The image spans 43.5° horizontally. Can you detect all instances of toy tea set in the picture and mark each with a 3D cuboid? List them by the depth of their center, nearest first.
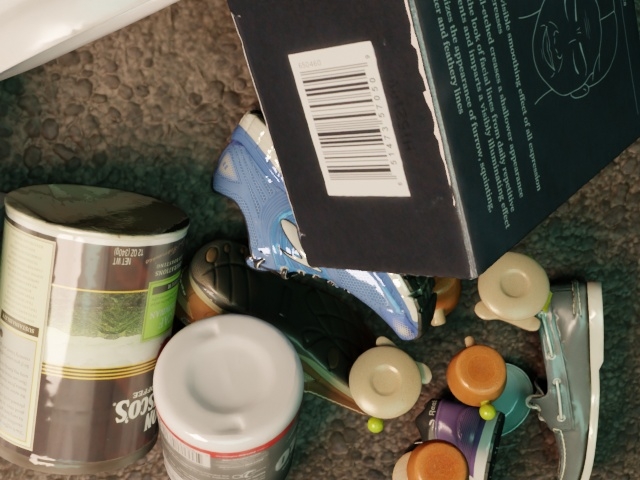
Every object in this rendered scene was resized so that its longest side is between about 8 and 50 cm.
[{"bbox_3d":[0.145,0.153,0.998,0.199,0.124,0.336,21,74,11],"label":"toy tea set"}]

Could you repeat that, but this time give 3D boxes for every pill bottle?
[{"bbox_3d":[-0.108,0.225,0.952,0.161,0.161,0.283,-4,144,-9],"label":"pill bottle"}]

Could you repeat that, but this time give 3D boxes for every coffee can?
[{"bbox_3d":[-0.269,0.093,0.919,0.201,0.201,0.276,8,105,-13],"label":"coffee can"}]

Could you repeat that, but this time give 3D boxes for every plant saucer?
[{"bbox_3d":[0.244,0.225,1.149,0.119,0.021,0.120,-3,107,-9],"label":"plant saucer"}]

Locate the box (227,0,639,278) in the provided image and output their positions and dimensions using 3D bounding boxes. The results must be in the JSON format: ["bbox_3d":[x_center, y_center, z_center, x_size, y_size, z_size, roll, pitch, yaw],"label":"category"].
[{"bbox_3d":[0.143,-0.182,0.810,0.395,0.211,0.294,-32,114,-39],"label":"box"}]

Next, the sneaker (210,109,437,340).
[{"bbox_3d":[0.000,0.000,0.955,0.330,0.129,0.147,45,110,12],"label":"sneaker"}]

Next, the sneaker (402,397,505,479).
[{"bbox_3d":[0.178,0.340,1.149,0.124,0.107,0.284,15,119,19],"label":"sneaker"}]

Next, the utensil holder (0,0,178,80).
[{"bbox_3d":[-0.262,-0.378,0.717,0.327,0.327,0.386,-27,107,-2],"label":"utensil holder"}]

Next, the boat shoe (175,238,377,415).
[{"bbox_3d":[-0.048,0.123,1.026,0.324,0.123,0.120,38,128,-17],"label":"boat shoe"}]

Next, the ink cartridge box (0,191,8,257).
[{"bbox_3d":[-0.433,0.111,0.881,0.131,0.226,0.307,6,105,-13],"label":"ink cartridge box"}]

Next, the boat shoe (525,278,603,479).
[{"bbox_3d":[0.340,0.205,1.130,0.098,0.116,0.320,2,109,15],"label":"boat shoe"}]
